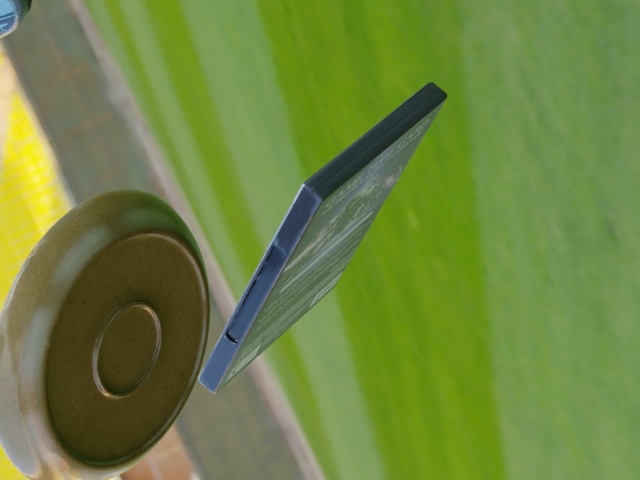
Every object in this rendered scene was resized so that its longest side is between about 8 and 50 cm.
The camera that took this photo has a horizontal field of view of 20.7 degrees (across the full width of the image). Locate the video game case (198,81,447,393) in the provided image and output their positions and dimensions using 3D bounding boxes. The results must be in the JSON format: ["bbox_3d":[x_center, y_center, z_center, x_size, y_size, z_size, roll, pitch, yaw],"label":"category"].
[{"bbox_3d":[0.000,0.000,1.510,0.026,0.196,0.274,39,136,11],"label":"video game case"}]

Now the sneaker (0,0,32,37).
[{"bbox_3d":[-0.360,-0.168,1.385,0.125,0.262,0.104,-97,4,-51],"label":"sneaker"}]

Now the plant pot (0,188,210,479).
[{"bbox_3d":[-0.155,0.080,1.326,0.032,0.236,0.236,16,143,33],"label":"plant pot"}]
